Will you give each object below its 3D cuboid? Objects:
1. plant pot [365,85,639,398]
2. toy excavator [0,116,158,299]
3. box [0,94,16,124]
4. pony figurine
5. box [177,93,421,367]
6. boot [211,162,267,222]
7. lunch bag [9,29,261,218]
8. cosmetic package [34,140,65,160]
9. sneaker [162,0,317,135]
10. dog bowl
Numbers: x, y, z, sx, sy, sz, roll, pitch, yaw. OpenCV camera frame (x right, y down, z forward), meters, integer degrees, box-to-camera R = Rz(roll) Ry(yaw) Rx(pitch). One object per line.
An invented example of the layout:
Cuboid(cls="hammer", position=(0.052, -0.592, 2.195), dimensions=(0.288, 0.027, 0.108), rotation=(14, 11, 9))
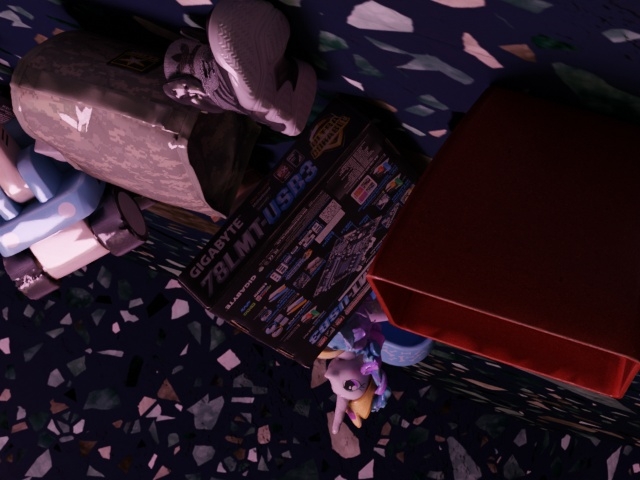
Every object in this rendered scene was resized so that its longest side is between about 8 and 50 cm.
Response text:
Cuboid(cls="plant pot", position=(0.224, -0.003, 1.283), dimensions=(0.267, 0.235, 0.267), rotation=(18, 168, 13))
Cuboid(cls="toy excavator", position=(-0.478, -0.124, 1.936), dimensions=(0.445, 0.222, 0.433), rotation=(57, -164, -23))
Cuboid(cls="box", position=(-0.655, -0.190, 2.113), dimensions=(0.261, 0.184, 0.103), rotation=(23, 169, -14))
Cuboid(cls="pony figurine", position=(0.038, 0.065, 1.858), dimensions=(0.303, 0.351, 0.363), rotation=(6, 144, 42))
Cuboid(cls="box", position=(0.000, 0.000, 1.560), dimensions=(0.073, 0.295, 0.293), rotation=(41, -178, 28))
Cuboid(cls="boot", position=(-0.151, -0.102, 1.949), dimensions=(0.115, 0.112, 0.305), rotation=(50, 174, 2))
Cuboid(cls="lunch bag", position=(-0.225, -0.153, 1.549), dimensions=(0.235, 0.168, 0.287), rotation=(18, 174, 11))
Cuboid(cls="cosmetic package", position=(-0.288, -0.150, 1.803), dimensions=(0.231, 0.085, 0.117), rotation=(7, 174, 31))
Cuboid(cls="sneaker", position=(-0.106, -0.188, 1.315), dimensions=(0.153, 0.101, 0.268), rotation=(14, 171, 17))
Cuboid(cls="dog bowl", position=(0.102, 0.136, 2.459), dimensions=(0.297, 0.165, 0.074), rotation=(21, 158, -5))
